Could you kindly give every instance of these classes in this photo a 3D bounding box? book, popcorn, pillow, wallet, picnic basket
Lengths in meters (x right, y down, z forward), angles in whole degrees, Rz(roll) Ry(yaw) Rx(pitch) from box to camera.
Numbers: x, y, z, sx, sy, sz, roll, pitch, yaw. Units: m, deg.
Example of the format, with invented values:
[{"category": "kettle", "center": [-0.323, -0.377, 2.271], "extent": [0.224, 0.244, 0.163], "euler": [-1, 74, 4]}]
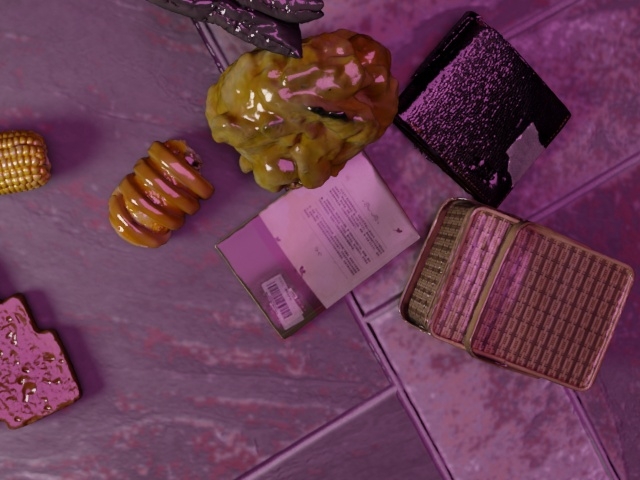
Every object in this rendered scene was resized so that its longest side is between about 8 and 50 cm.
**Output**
[{"category": "book", "center": [0.000, 0.000, 1.352], "extent": [0.289, 0.026, 0.201], "euler": [-35, 101, -7]}, {"category": "popcorn", "center": [-0.026, -0.197, 1.233], "extent": [0.286, 0.252, 0.215], "euler": [-7, 55, 2]}, {"category": "pillow", "center": [-0.112, -0.385, 1.170], "extent": [0.228, 0.326, 0.101], "euler": [18, 124, -13]}, {"category": "wallet", "center": [0.263, -0.207, 1.370], "extent": [0.262, 0.071, 0.221], "euler": [41, 85, -19]}, {"category": "picnic basket", "center": [0.308, 0.086, 1.346], "extent": [0.312, 0.175, 0.228], "euler": [23, 91, -12]}]

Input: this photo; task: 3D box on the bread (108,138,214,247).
[{"category": "bread", "center": [-0.243, -0.069, 1.271], "extent": [0.119, 0.084, 0.177], "euler": [40, 90, -11]}]

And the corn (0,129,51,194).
[{"category": "corn", "center": [-0.516, -0.104, 1.206], "extent": [0.244, 0.093, 0.093], "euler": [-9, 96, -10]}]

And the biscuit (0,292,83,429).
[{"category": "biscuit", "center": [-0.506, 0.188, 1.258], "extent": [0.301, 0.043, 0.278], "euler": [27, 87, -14]}]
